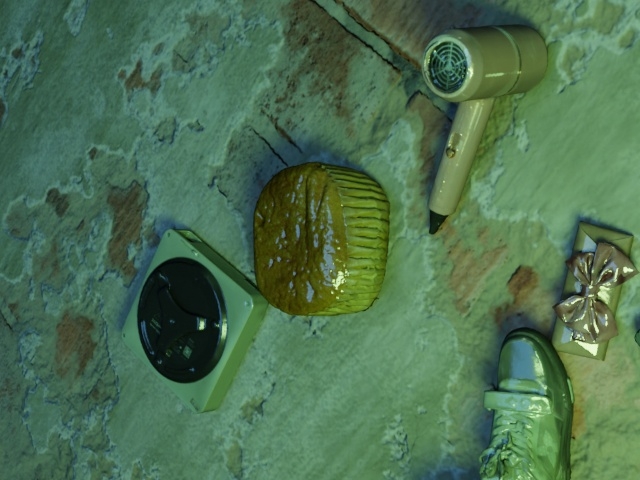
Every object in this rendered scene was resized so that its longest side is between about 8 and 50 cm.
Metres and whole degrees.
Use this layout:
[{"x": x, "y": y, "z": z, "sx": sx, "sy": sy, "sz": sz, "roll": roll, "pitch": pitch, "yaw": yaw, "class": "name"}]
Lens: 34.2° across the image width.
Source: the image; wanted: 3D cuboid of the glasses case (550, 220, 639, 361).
[{"x": 0.383, "y": 0.077, "z": 1.456, "sx": 0.102, "sy": 0.070, "sz": 0.193, "roll": 17, "pitch": 98, "yaw": 35, "class": "glasses case"}]

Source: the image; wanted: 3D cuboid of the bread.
[{"x": 0.000, "y": 0.000, "z": 1.709, "sx": 0.227, "sy": 0.142, "sz": 0.253, "roll": -1, "pitch": 90, "yaw": 45, "class": "bread"}]

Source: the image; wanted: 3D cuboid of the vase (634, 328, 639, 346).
[{"x": 0.501, "y": 0.194, "z": 1.367, "sx": 0.060, "sy": 0.060, "sz": 0.211, "roll": -46, "pitch": 62, "yaw": 26, "class": "vase"}]

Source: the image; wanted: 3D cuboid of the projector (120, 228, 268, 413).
[{"x": -0.245, "y": 0.147, "z": 1.924, "sx": 0.257, "sy": 0.079, "sz": 0.259, "roll": 38, "pitch": 112, "yaw": 31, "class": "projector"}]

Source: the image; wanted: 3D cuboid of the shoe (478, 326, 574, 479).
[{"x": 0.279, "y": 0.278, "z": 1.451, "sx": 0.109, "sy": 0.149, "sz": 0.292, "roll": -2, "pitch": 100, "yaw": 36, "class": "shoe"}]

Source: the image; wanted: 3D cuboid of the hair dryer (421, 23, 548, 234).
[{"x": 0.209, "y": -0.152, "z": 1.551, "sx": 0.107, "sy": 0.189, "sz": 0.344, "roll": 34, "pitch": 122, "yaw": 33, "class": "hair dryer"}]
